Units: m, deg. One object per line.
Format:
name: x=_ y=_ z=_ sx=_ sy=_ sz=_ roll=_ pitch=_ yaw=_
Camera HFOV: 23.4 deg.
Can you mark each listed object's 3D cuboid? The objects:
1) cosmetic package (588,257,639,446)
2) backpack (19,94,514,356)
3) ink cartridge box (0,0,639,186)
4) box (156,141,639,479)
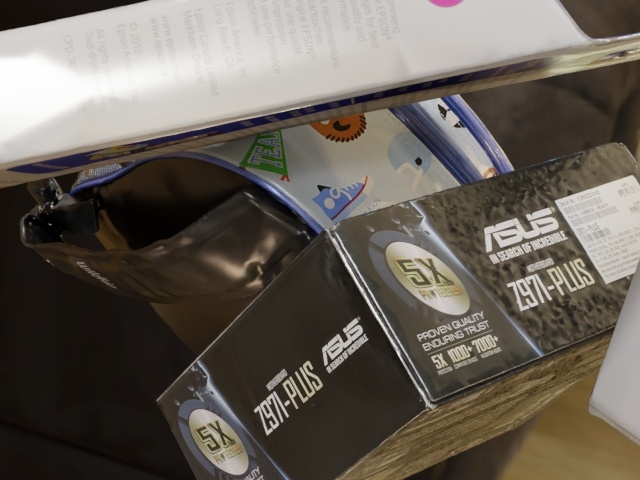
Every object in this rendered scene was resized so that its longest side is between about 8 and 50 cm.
cosmetic package: x=0.278 y=-0.078 z=0.462 sx=0.097 sy=0.284 sz=0.377 roll=-141 pitch=-112 yaw=-71
backpack: x=0.000 y=0.000 z=0.908 sx=0.213 sy=0.276 sz=0.263 roll=-51 pitch=-164 yaw=-17
ink cartridge box: x=-0.018 y=-0.080 z=0.702 sx=0.176 sy=0.371 sz=0.069 roll=-47 pitch=128 yaw=-87
box: x=0.048 y=0.042 z=0.644 sx=0.180 sy=0.077 sz=0.147 roll=-17 pitch=160 yaw=-40
